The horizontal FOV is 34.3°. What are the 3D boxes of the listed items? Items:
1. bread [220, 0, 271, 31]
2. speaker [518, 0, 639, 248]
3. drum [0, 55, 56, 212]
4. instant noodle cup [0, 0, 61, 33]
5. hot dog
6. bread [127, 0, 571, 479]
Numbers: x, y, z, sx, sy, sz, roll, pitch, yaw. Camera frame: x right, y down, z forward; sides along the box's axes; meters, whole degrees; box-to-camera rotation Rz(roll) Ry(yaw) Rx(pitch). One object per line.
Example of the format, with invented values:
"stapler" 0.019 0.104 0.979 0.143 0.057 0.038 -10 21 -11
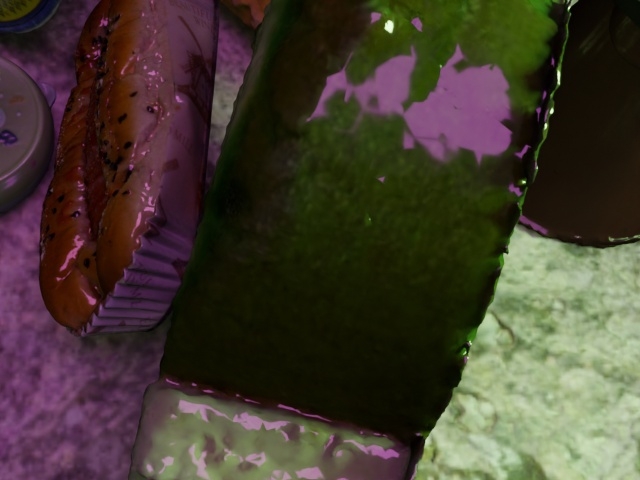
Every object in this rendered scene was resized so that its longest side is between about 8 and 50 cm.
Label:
"bread" 0.008 -0.244 0.740 0.197 0.170 0.197 3 52 -4
"speaker" 0.266 -0.151 0.676 0.259 0.329 0.198 -12 71 -21
"drum" -0.294 -0.108 0.696 0.253 0.049 0.130 34 67 5
"instant noodle cup" -0.189 -0.346 0.711 0.284 0.284 0.312 34 59 4
"hot dog" -0.124 -0.063 0.660 0.075 0.144 0.267 19 52 -33
"bread" 0.000 0.000 0.532 0.129 0.366 0.381 16 57 -4
